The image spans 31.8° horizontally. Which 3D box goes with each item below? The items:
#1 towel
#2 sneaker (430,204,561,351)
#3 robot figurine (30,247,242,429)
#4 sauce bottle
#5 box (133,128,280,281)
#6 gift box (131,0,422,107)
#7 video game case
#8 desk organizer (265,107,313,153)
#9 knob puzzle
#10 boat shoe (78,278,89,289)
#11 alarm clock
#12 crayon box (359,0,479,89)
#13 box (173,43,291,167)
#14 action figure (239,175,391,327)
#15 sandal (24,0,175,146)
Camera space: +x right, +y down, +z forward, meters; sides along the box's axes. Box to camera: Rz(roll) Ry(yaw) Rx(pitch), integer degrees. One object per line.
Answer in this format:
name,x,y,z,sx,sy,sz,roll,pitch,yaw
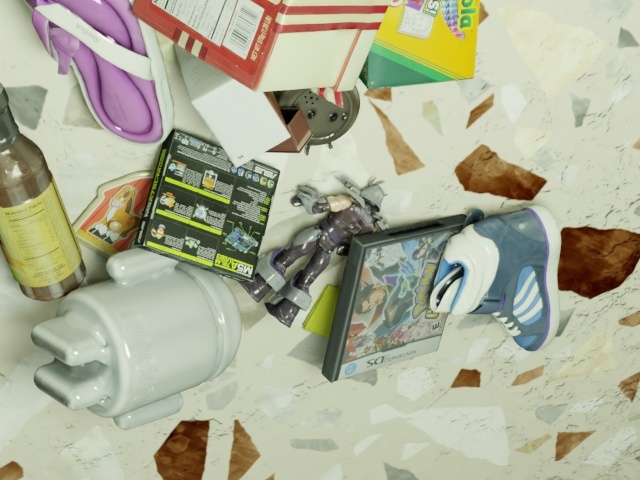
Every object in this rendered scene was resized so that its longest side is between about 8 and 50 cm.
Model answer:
towel,0.090,0.145,2.006,0.237,0.021,0.102,17,114,-27
sneaker,0.285,0.095,1.927,0.236,0.130,0.323,-20,133,-17
robot figurine,-0.265,0.147,1.726,0.353,0.199,0.300,-18,122,-42
sauce bottle,-0.435,-0.070,1.620,0.111,0.111,0.345,-15,127,-6
box,-0.167,-0.050,1.692,0.190,0.045,0.184,19,80,-29
gift box,-0.038,-0.315,1.405,0.258,0.276,0.255,-17,140,-56
video game case,0.131,0.098,1.904,0.248,0.035,0.275,-11,127,-36
desk organizer,-0.082,-0.163,1.652,0.130,0.047,0.050,4,134,33
knob puzzle,-0.268,-0.031,1.751,0.213,0.030,0.213,-9,128,-11
boat shoe,-0.360,0.109,1.809,0.063,0.066,0.184,-27,128,-15
alarm clock,0.000,-0.221,1.673,0.129,0.064,0.192,6,121,-21
crayon box,0.135,-0.361,1.573,0.165,0.081,0.279,-8,120,-13
box,-0.124,-0.210,1.569,0.091,0.170,0.130,-29,130,5
action figure,0.000,0.000,1.819,0.285,0.099,0.185,-44,121,0
sandal,-0.294,-0.247,1.459,0.169,0.102,0.416,2,146,22
